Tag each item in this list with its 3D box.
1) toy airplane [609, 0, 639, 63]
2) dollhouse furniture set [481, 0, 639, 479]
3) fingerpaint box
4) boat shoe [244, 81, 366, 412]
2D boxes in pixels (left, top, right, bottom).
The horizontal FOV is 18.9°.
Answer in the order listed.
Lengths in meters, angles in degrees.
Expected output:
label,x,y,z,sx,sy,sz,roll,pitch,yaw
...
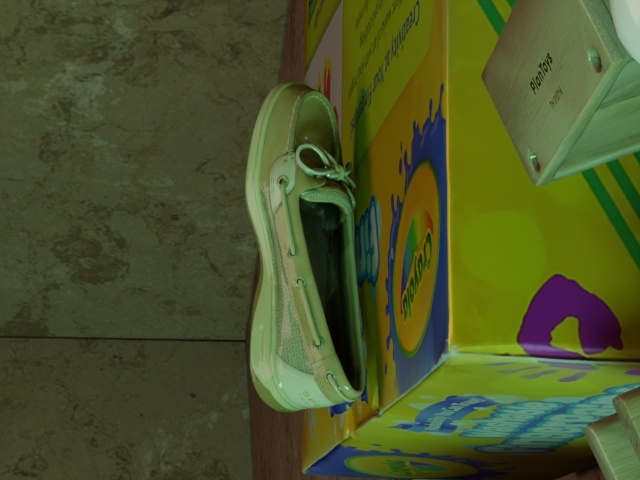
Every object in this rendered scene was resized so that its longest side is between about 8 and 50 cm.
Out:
label,x,y,z,sx,sy,sz,roll,pitch,yaw
toy airplane,0.137,-0.132,0.199,0.384,0.272,0.386,-96,10,-50
dollhouse furniture set,0.177,0.010,0.566,0.212,0.161,0.242,111,137,-69
fingerpaint box,0.095,-0.085,0.939,0.445,0.163,0.371,120,152,-75
boat shoe,-0.001,0.000,0.865,0.056,0.048,0.153,24,-118,-48
